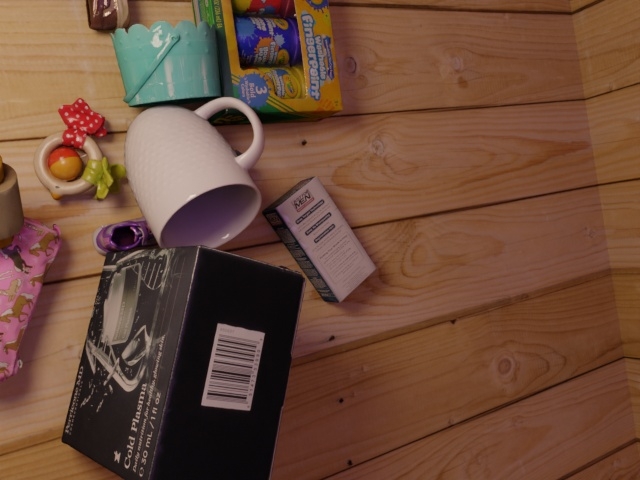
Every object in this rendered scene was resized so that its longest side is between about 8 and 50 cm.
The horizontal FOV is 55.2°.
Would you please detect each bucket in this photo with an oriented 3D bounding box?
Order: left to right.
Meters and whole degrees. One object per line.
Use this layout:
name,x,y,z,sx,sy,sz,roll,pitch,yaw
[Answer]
bucket,-0.386,-0.444,1.566,0.281,0.281,0.183,-12,101,-29

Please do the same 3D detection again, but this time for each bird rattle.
bird rattle,-0.605,-0.210,1.514,0.207,0.143,0.253,-26,97,-11

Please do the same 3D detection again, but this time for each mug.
mug,-0.306,-0.200,1.535,0.374,0.276,0.328,-37,67,9

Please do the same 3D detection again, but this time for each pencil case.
pencil case,-0.729,0.125,1.402,0.167,0.160,0.386,36,65,-61

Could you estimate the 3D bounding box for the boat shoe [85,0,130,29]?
boat shoe,-0.587,-0.705,1.556,0.123,0.123,0.341,-17,101,-30

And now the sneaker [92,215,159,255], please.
sneaker,-0.463,-0.022,1.588,0.236,0.104,0.095,-19,95,-30

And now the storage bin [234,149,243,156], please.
storage bin,-0.251,-0.187,1.723,0.098,0.091,0.135,34,72,-23

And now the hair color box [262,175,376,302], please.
hair color box,0.000,0.000,1.842,0.174,0.105,0.347,-41,106,-25

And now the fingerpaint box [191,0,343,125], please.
fingerpaint box,-0.154,-0.570,1.759,0.371,0.163,0.444,-8,91,-29

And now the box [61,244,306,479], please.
box,-0.323,0.277,1.406,0.297,0.472,0.479,19,75,-37

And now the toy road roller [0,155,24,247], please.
toy road roller,-0.800,-0.118,1.266,0.330,0.202,0.240,-4,45,-21
